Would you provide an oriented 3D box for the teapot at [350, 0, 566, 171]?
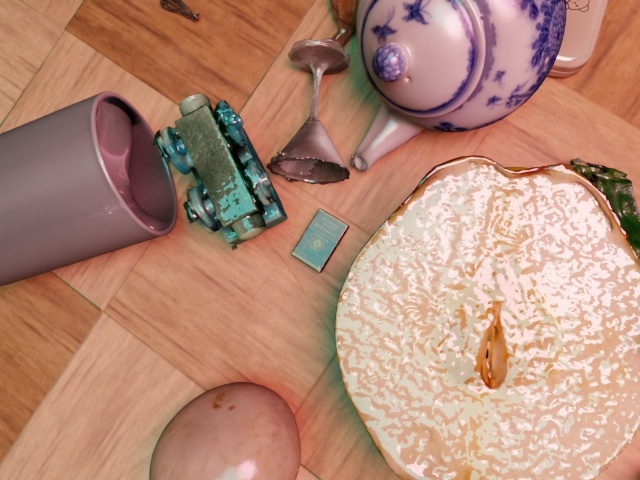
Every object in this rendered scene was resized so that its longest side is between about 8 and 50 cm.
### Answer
[{"bbox_3d":[0.148,-0.248,0.612,0.252,0.424,0.280,42,50,12],"label":"teapot"}]

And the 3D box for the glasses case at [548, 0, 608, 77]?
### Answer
[{"bbox_3d":[0.353,-0.329,0.714,0.083,0.050,0.196,15,88,11],"label":"glasses case"}]

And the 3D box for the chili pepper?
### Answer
[{"bbox_3d":[0.378,-0.010,0.675,0.108,0.062,0.216,-18,87,-34],"label":"chili pepper"}]

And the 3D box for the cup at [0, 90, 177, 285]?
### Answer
[{"bbox_3d":[-0.386,-0.061,0.716,0.312,0.205,0.205,-17,84,7],"label":"cup"}]

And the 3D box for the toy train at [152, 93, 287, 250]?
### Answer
[{"bbox_3d":[-0.129,-0.092,0.703,0.112,0.163,0.203,-25,85,5],"label":"toy train"}]

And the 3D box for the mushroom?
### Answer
[{"bbox_3d":[-0.112,0.301,0.677,0.204,0.204,0.204,-1,86,8],"label":"mushroom"}]

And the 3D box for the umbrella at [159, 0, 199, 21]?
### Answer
[{"bbox_3d":[-0.227,-0.372,0.812,0.083,0.020,0.031,35,91,4],"label":"umbrella"}]

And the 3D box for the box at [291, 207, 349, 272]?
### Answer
[{"bbox_3d":[0.000,0.000,0.750,0.051,0.023,0.082,31,90,10],"label":"box"}]

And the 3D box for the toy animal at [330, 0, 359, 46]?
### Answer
[{"bbox_3d":[0.046,-0.363,0.690,0.104,0.185,0.184,32,91,7],"label":"toy animal"}]

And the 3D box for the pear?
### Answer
[{"bbox_3d":[0.199,0.103,0.631,0.340,0.191,0.386,12,88,12],"label":"pear"}]

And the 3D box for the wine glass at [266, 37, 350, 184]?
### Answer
[{"bbox_3d":[-0.006,-0.180,0.725,0.122,0.122,0.183,6,81,8],"label":"wine glass"}]
